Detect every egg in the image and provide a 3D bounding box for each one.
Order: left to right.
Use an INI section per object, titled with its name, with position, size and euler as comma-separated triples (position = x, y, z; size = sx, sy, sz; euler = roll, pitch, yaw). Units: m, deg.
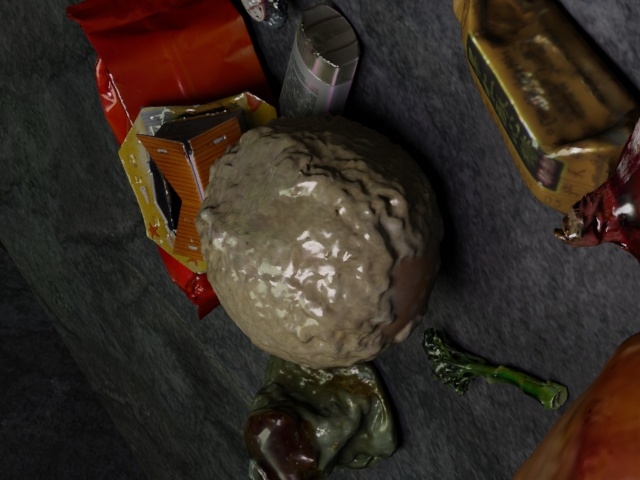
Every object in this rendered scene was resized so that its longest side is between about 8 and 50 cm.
[egg]
position = 0.000, 0.000, 1.870
size = 0.310, 0.279, 0.279
euler = -119, 15, -52

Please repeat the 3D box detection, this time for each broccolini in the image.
[broccolini]
position = 0.180, 0.152, 1.921
size = 0.071, 0.057, 0.254
euler = 25, 179, -25

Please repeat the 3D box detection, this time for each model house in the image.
[model house]
position = -0.137, -0.041, 2.014
size = 0.136, 0.207, 0.219
euler = -65, -36, -65

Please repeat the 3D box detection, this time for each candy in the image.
[candy]
position = 0.182, -0.144, 1.505
size = 0.271, 0.101, 0.143
euler = 60, 166, 27

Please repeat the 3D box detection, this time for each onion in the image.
[onion]
position = 0.266, -0.047, 1.295
size = 0.173, 0.198, 0.135
euler = 85, -179, -51

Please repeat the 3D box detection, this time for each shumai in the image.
[shumai]
position = -0.036, 0.232, 2.326
size = 0.222, 0.204, 0.272
euler = 65, 163, -2

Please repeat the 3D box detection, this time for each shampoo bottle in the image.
[shampoo bottle]
position = -0.006, -0.169, 1.971
size = 0.086, 0.056, 0.227
euler = 58, 159, 19

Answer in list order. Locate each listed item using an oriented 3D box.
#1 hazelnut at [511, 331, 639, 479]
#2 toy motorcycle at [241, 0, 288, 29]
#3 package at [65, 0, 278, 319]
[hazelnut]
position = 0.322, 0.241, 1.366
size = 0.372, 0.315, 0.372
euler = 26, 157, 12
[toy motorcycle]
position = -0.066, -0.339, 1.865
size = 0.171, 0.089, 0.298
euler = 59, 159, 13
[package]
position = -0.145, -0.121, 2.163
size = 0.123, 0.196, 0.423
euler = 18, 131, 66
